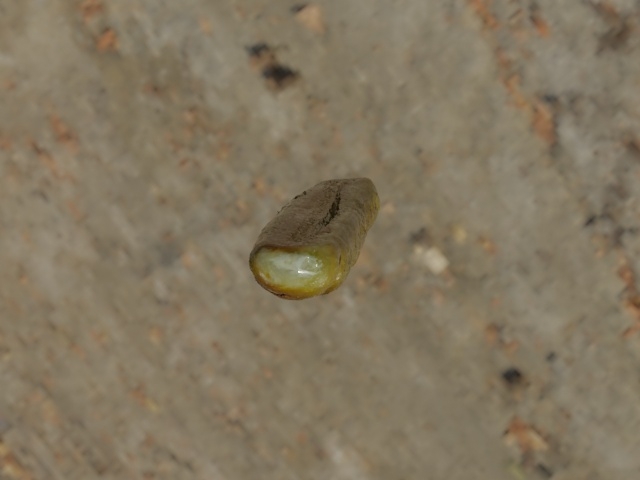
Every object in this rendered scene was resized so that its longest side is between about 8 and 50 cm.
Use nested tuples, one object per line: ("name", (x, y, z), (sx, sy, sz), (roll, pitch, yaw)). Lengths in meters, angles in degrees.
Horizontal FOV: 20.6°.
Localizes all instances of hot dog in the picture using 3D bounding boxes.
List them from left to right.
("hot dog", (0.001, -0.003, 1.471), (0.088, 0.286, 0.061), (-3, 103, 15))
